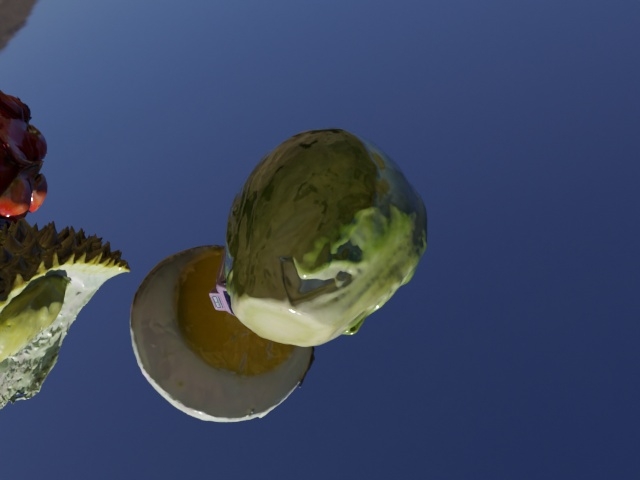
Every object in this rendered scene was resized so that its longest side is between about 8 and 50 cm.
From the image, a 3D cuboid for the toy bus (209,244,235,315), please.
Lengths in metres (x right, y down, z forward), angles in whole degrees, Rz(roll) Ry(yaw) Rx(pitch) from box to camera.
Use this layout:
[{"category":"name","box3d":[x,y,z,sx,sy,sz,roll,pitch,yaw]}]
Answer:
[{"category":"toy bus","box3d":[-0.104,0.029,1.469,0.108,0.096,0.199,2,-127,11]}]

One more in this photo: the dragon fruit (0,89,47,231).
[{"category":"dragon fruit","box3d":[-0.499,-0.105,1.307,0.307,0.227,0.243,34,-104,17]}]

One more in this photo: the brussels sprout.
[{"category":"brussels sprout","box3d":[0.000,0.000,0.982,0.219,0.210,0.271,-21,-149,35]}]

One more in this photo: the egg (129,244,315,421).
[{"category":"egg","box3d":[-0.194,0.180,1.641,0.337,0.337,0.201,-50,-175,-30]}]

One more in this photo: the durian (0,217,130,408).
[{"category":"durian","box3d":[-0.350,0.098,0.944,0.172,0.166,0.306,9,-115,39]}]
